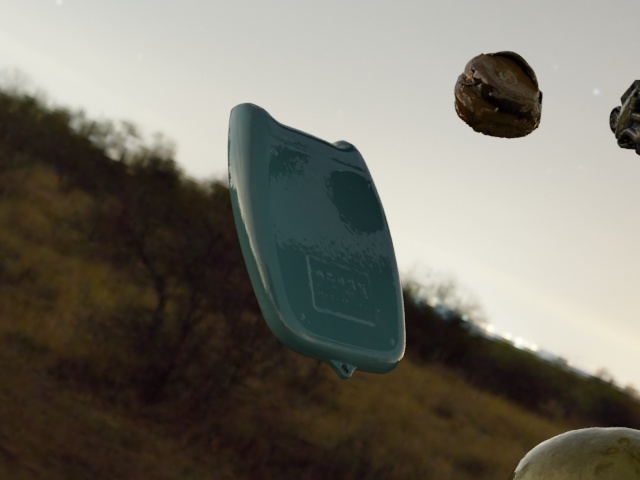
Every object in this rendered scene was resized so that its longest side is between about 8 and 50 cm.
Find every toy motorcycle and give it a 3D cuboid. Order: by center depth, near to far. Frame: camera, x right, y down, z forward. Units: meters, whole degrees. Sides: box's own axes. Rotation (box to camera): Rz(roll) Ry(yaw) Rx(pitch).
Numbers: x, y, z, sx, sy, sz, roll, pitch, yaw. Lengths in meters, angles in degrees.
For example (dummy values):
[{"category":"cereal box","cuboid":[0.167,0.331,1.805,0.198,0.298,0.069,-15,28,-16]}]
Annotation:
[{"category":"toy motorcycle","cuboid":[0.560,-0.211,2.177,0.061,0.124,0.193,-1,-22,-17]}]

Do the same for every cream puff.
[{"category":"cream puff","cuboid":[0.247,-0.194,1.725,0.133,0.104,0.119,42,42,7]}]

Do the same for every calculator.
[{"category":"calculator","cuboid":[0.000,0.000,1.574,0.256,0.386,0.054,18,-40,-39]}]

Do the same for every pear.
[{"category":"pear","cuboid":[0.413,0.431,1.814,0.304,0.304,0.304,23,-2,1]}]
